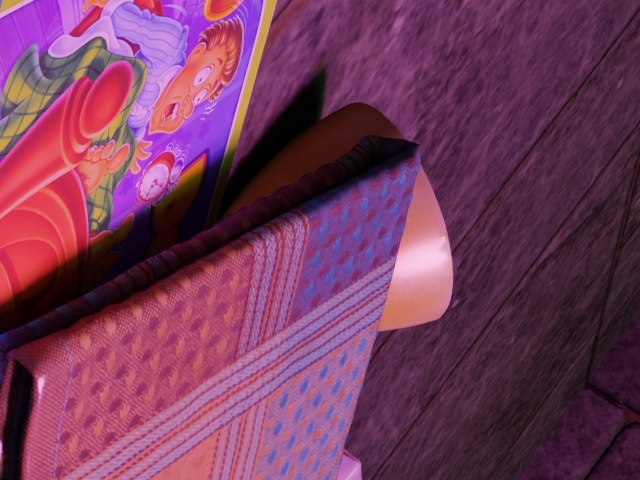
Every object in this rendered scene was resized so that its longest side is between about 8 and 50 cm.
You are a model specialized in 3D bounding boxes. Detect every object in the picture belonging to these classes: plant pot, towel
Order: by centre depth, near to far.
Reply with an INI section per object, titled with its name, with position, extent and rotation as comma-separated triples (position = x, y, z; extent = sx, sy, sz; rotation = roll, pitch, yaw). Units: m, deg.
[towel]
position = -0.074, 0.149, 0.874
extent = 0.271, 0.040, 0.370
rotation = -31, 141, -50
[plant pot]
position = 0.000, 0.000, 1.137
extent = 0.095, 0.134, 0.134
rotation = -22, 151, -20

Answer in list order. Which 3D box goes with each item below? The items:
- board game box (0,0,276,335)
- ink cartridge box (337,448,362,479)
[board game box]
position = -0.128, 0.009, 0.762
extent = 0.233, 0.078, 0.347
rotation = -40, 154, -51
[ink cartridge box]
position = -0.092, 0.329, 1.604
extent = 0.371, 0.069, 0.176
rotation = -54, 165, -17
